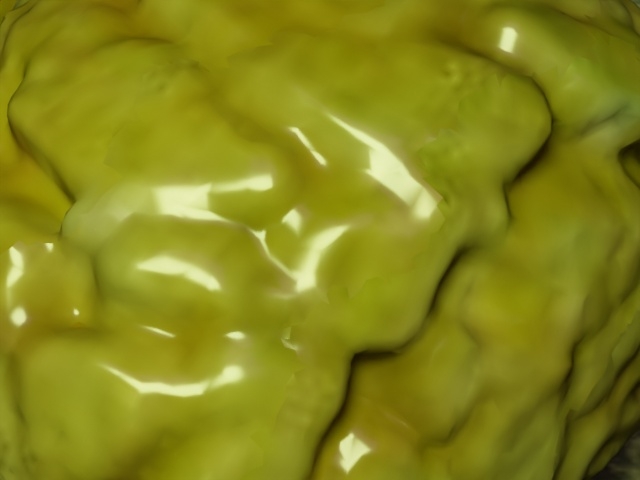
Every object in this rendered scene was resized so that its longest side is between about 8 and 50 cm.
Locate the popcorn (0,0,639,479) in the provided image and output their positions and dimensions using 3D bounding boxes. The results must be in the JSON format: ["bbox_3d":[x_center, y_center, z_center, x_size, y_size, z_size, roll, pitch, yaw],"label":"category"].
[{"bbox_3d":[-0.012,-0.001,0.784,0.344,0.354,0.390,43,22,20],"label":"popcorn"}]

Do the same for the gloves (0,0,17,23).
[{"bbox_3d":[-0.191,-0.134,0.986,0.294,0.133,0.116,-24,64,-18],"label":"gloves"}]
